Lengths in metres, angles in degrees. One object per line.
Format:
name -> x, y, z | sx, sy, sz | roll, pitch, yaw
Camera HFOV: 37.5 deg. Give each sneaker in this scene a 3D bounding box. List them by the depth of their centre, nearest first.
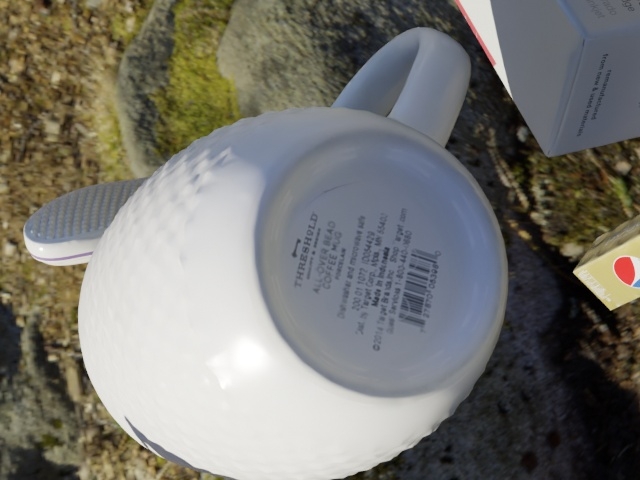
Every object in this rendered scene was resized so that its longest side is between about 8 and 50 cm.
sneaker -> -0.178, 0.015, 1.021 | 0.102, 0.282, 0.161 | 34, 129, 41

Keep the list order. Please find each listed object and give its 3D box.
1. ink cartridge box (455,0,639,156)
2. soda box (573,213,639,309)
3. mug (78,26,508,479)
ink cartridge box -> 0.359, -0.269, 0.942 | 0.385, 0.160, 0.279 | -14, 54, -11
soda box -> 0.329, 0.002, 0.904 | 0.058, 0.061, 0.181 | 45, 147, -3
mug -> 0.000, 0.000, 0.714 | 0.276, 0.328, 0.374 | 31, 71, -13
